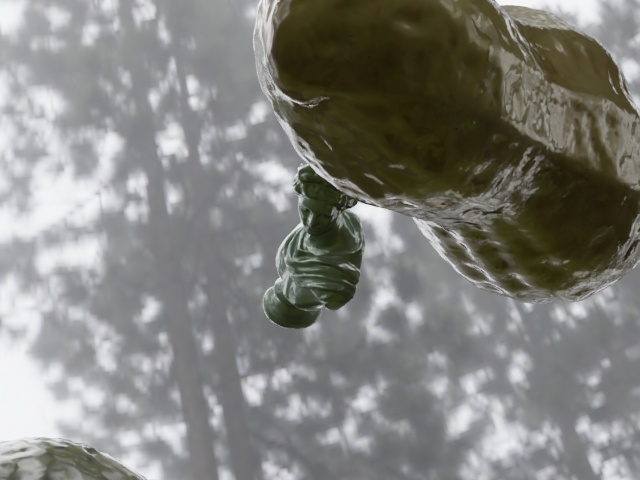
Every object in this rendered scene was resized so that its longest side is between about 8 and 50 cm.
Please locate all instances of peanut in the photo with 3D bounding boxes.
[{"bbox_3d":[0.062,-0.057,0.754,0.123,0.124,0.256,-38,-41,15],"label":"peanut"}]

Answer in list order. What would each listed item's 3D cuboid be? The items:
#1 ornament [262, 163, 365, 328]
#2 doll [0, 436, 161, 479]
[{"bbox_3d":[-0.001,0.002,0.842,0.041,0.068,0.092,3,-74,-14],"label":"ornament"},{"bbox_3d":[-0.121,0.188,0.886,0.177,0.260,0.162,-15,-78,-36],"label":"doll"}]
